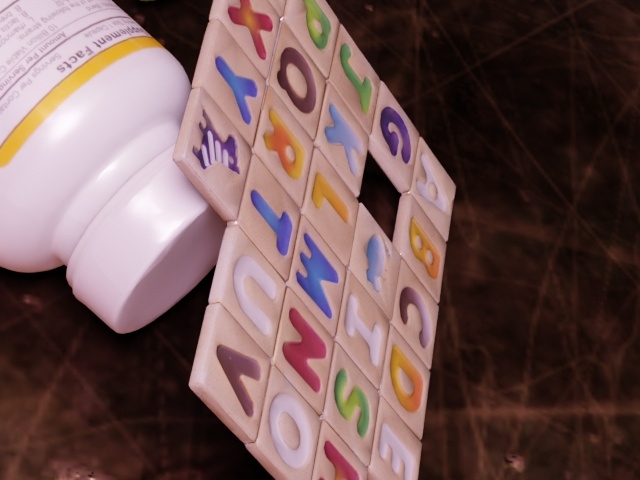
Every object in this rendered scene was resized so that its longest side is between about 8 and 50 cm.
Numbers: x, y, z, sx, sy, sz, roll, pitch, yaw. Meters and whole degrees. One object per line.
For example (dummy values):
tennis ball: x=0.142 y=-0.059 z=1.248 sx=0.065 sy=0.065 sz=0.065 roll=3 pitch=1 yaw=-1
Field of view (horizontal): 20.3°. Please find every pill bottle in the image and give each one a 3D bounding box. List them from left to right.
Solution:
pill bottle: x=-0.129 y=-0.061 z=0.763 sx=0.208 sy=0.117 sz=0.117 roll=42 pitch=49 yaw=11

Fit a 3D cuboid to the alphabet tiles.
alphabet tiles: x=0.000 y=0.000 z=0.761 sx=0.198 sy=0.009 sz=0.237 roll=52 pitch=35 yaw=-38
